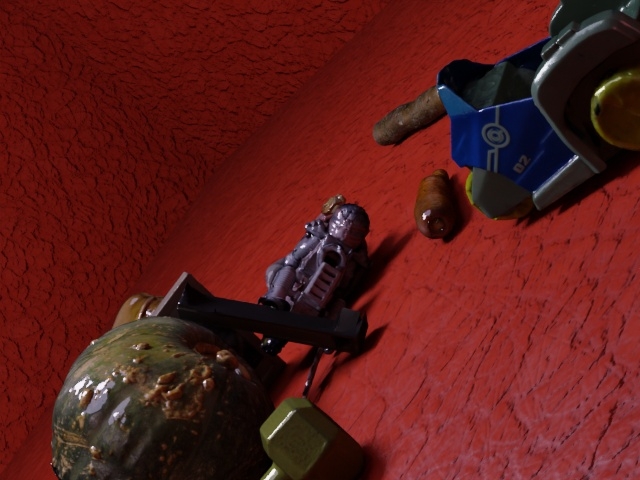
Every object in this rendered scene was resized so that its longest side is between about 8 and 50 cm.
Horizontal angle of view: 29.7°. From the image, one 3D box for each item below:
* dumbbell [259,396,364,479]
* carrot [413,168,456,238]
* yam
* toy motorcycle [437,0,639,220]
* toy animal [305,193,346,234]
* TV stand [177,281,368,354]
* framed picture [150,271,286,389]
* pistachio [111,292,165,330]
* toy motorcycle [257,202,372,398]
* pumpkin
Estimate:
[{"bbox_3d":[-0.081,0.313,1.309,0.302,0.121,0.108,-52,40,-4],"label":"dumbbell"},{"bbox_3d":[0.163,-0.059,1.711,0.059,0.059,0.248,-46,9,18],"label":"carrot"},{"bbox_3d":[0.174,-0.230,2.198,0.061,0.061,0.253,-56,13,-25],"label":"yam"},{"bbox_3d":[0.249,-0.159,1.340,0.326,0.200,0.191,-39,16,37],"label":"toy motorcycle"},{"bbox_3d":[0.000,0.000,2.153,0.241,0.057,0.099,-59,8,-31],"label":"toy animal"},{"bbox_3d":[-0.065,0.101,1.621,0.040,0.256,0.049,79,-155,-52],"label":"TV stand"},{"bbox_3d":[-0.213,0.237,1.766,0.024,0.232,0.315,9,59,55],"label":"framed picture"},{"bbox_3d":[-0.390,0.239,2.628,0.213,0.163,0.260,78,-144,-78],"label":"pistachio"},{"bbox_3d":[-0.012,0.074,1.762,0.207,0.134,0.401,-49,9,38],"label":"toy motorcycle"},{"bbox_3d":[-0.205,0.243,1.555,0.257,0.291,0.328,-57,0,5],"label":"pumpkin"}]
